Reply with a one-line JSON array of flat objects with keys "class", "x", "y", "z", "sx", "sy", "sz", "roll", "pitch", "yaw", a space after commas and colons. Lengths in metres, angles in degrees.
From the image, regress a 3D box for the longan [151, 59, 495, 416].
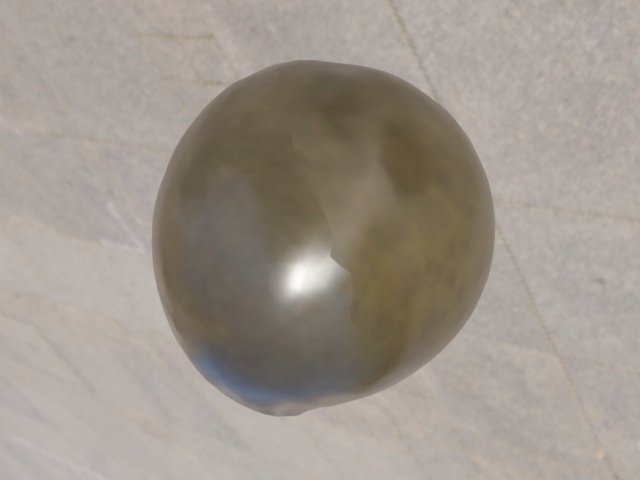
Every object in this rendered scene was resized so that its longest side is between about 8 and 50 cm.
[{"class": "longan", "x": 0.000, "y": 0.000, "z": 0.804, "sx": 0.258, "sy": 0.258, "sz": 0.258, "roll": 29, "pitch": 153, "yaw": 17}]
